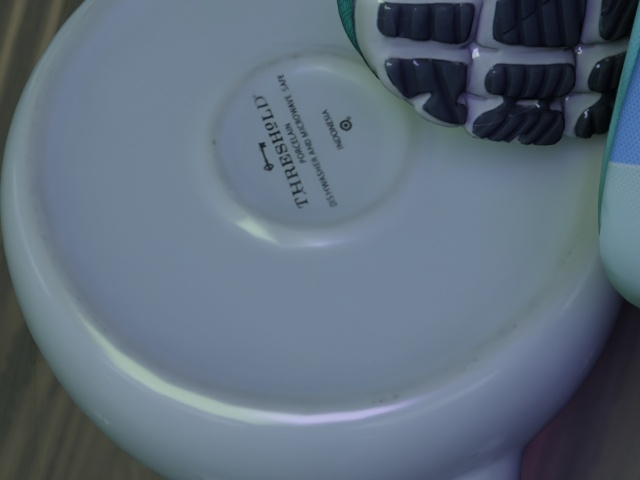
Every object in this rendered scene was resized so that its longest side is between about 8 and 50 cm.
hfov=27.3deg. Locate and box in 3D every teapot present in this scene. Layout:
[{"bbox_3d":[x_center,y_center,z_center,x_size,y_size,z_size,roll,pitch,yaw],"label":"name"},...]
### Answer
[{"bbox_3d":[0.000,0.000,0.539,0.253,0.187,0.256,18,68,12],"label":"teapot"}]

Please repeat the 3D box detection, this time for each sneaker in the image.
[{"bbox_3d":[0.098,-0.116,0.455,0.110,0.275,0.107,34,134,30],"label":"sneaker"}]

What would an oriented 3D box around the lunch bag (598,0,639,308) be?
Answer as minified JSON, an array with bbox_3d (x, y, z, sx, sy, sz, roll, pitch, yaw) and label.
[{"bbox_3d":[0.194,-0.054,0.371,0.108,0.279,0.224,19,98,39],"label":"lunch bag"}]
